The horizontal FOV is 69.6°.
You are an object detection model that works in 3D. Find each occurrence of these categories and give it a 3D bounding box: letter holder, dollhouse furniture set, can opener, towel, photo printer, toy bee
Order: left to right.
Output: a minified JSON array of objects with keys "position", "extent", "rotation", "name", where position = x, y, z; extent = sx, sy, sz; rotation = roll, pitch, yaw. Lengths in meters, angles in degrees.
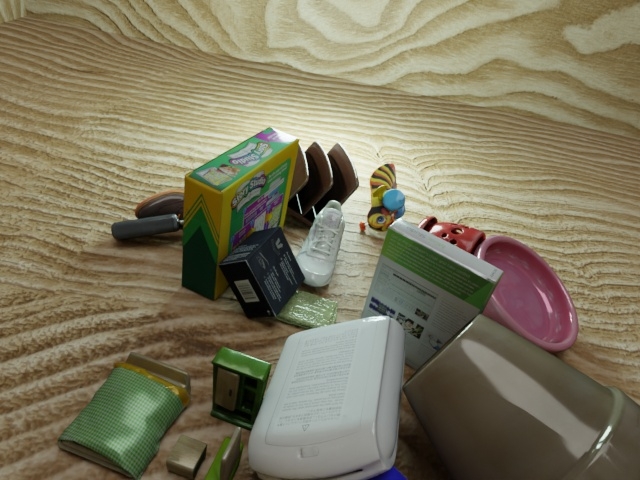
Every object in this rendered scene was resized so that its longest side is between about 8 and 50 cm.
[{"position":[-0.265,0.280,0.785],"extent":[0.301,0.151,0.197],"rotation":[17,35,7],"name":"dollhouse furniture set"},{"position":[-0.399,-0.021,1.227],"extent":[0.283,0.095,0.076],"rotation":[-10,0,-12],"name":"can opener"},{"position":[-0.033,0.171,1.118],"extent":[0.148,0.027,0.110],"rotation":[15,36,3],"name":"towel"},{"position":[-0.020,-0.219,1.464],"extent":[0.152,0.214,0.302],"rotation":[33,25,-31],"name":"letter holder"},{"position":[0.019,0.284,0.819],"extent":[0.256,0.107,0.307],"rotation":[-17,27,23],"name":"photo printer"},{"position":[0.193,-0.100,1.455],"extent":[0.162,0.195,0.298],"rotation":[-14,48,5],"name":"toy bee"}]

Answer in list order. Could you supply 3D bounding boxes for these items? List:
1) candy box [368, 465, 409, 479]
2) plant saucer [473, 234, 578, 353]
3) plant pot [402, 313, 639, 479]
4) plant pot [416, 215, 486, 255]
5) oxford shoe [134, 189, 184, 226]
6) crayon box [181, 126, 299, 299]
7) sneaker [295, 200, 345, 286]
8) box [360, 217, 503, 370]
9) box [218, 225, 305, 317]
[{"position":[0.084,0.509,0.603],"extent":[0.268,0.122,0.317],"rotation":[35,42,31],"name":"candy box"},{"position":[0.519,0.144,1.205],"extent":[0.332,0.084,0.332],"rotation":[17,50,-22],"name":"plant saucer"},{"position":[0.299,0.284,0.751],"extent":[0.323,0.323,0.280],"rotation":[-27,67,-42],"name":"plant pot"},{"position":[0.343,0.037,1.291],"extent":[0.174,0.191,0.191],"rotation":[23,35,28],"name":"plant pot"},{"position":[-0.378,-0.079,1.302],"extent":[0.271,0.097,0.098],"rotation":[-9,46,-28],"name":"oxford shoe"},{"position":[-0.198,-0.080,1.166],"extent":[0.106,0.313,0.363],"rotation":[22,36,13],"name":"crayon box"},{"position":[0.000,0.000,1.259],"extent":[0.114,0.152,0.305],"rotation":[15,36,0],"name":"sneaker"},{"position":[0.216,0.138,0.986],"extent":[0.232,0.322,0.058],"rotation":[31,42,23],"name":"box"},{"position":[-0.133,0.075,1.088],"extent":[0.093,0.156,0.158],"rotation":[-10,25,34],"name":"box"}]
